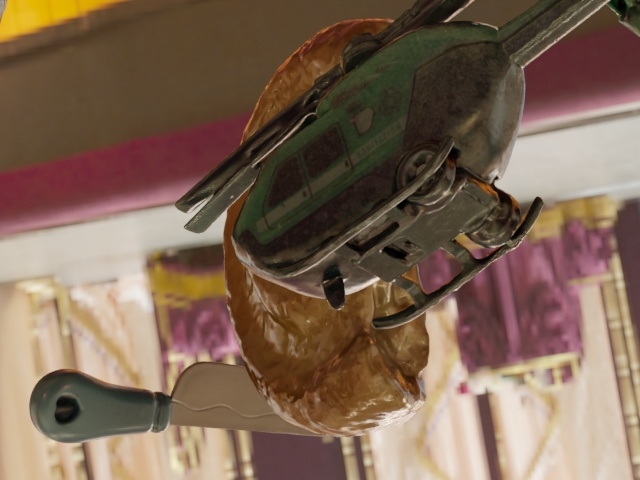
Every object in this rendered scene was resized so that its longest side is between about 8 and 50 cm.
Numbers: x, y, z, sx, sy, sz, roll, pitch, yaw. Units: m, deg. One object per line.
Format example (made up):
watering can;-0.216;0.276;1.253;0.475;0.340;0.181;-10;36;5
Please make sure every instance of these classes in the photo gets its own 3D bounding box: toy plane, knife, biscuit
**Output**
toy plane;0.044;-0.047;0.524;0.235;0.096;0.060;-37;139;23
knife;-0.093;0.116;1.113;0.244;0.058;0.032;3;-179;-32
biscuit;-0.001;0.000;1.029;0.091;0.274;0.213;4;159;-29

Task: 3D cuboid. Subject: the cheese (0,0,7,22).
cheese;-0.254;-0.064;0.781;0.093;0.263;0.159;17;169;26
